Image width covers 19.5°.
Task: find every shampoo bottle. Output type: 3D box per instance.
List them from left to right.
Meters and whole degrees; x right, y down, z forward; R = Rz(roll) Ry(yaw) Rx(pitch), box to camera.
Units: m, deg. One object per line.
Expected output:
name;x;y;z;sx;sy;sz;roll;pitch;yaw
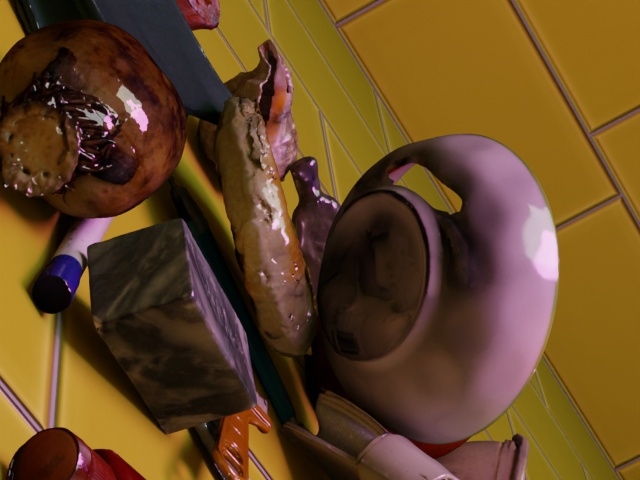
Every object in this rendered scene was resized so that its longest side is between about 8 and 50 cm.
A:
shampoo bottle;-0.124;0.219;1.310;0.260;0.064;0.102;50;20;-43

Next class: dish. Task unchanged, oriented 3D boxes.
dish;0.087;0.041;1.896;0.124;0.324;0.324;9;46;-37

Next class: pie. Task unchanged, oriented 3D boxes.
pie;-0.060;-0.013;1.946;0.306;0.071;0.306;164;-90;-88

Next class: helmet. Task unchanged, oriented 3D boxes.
helmet;0.162;0.318;2.189;0.257;0.137;0.204;78;26;-72

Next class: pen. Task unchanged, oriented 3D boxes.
pen;-0.201;0.003;1.566;0.033;0.033;0.269;59;12;-13

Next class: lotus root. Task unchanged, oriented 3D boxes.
lotus root;-0.192;-0.108;1.587;0.169;0.141;0.314;58;11;-6

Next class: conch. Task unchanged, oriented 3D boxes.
conch;-0.075;-0.134;2.180;0.130;0.207;0.155;10;40;-16

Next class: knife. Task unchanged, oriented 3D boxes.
knife;-0.090;0.069;1.927;0.044;0.026;0.296;-42;108;-85

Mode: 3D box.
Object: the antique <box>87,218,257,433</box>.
antique;-0.119;0.077;1.542;0.183;0.086;0.088;65;11;-49

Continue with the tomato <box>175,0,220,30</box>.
tomato;-0.201;-0.340;2.262;0.225;0.085;0.225;62;10;-18

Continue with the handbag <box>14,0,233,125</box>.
handbag;-0.210;-0.216;1.918;0.238;0.089;0.326;63;12;8

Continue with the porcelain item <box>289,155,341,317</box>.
porcelain item;0.000;0.000;2.246;0.069;0.081;0.215;-115;-173;-66

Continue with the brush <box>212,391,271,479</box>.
brush;-0.076;0.160;1.667;0.090;0.017;0.314;48;7;-9

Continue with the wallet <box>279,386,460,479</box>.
wallet;0.116;0.279;1.872;0.309;0.077;0.223;32;-17;42

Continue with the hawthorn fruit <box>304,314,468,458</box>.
hawthorn fruit;0.104;0.140;2.108;0.215;0.250;0.215;30;50;-44

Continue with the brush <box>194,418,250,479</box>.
brush;-0.026;0.266;1.647;0.296;0.060;0.068;62;13;1
